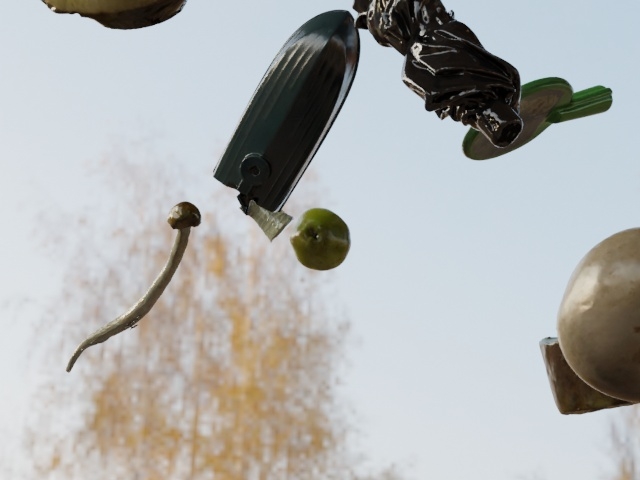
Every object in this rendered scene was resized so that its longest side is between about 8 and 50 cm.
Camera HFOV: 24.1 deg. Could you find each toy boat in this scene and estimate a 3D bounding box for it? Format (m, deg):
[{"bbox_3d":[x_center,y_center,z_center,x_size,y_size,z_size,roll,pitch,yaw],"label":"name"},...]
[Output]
[{"bbox_3d":[-0.034,-0.179,2.000,0.114,0.296,0.122,31,18,0],"label":"toy boat"}]

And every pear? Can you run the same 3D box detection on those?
[{"bbox_3d":[0.000,0.000,2.123,0.092,0.092,0.097,-11,1,31],"label":"pear"}]

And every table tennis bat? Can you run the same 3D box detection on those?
[{"bbox_3d":[0.294,-0.167,1.988,0.257,0.039,0.160,-17,-25,-35],"label":"table tennis bat"}]

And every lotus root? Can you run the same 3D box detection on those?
[{"bbox_3d":[0.387,0.183,2.122,0.138,0.119,0.235,-11,-8,10],"label":"lotus root"}]

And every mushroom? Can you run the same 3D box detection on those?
[{"bbox_3d":[-0.233,0.066,1.934,0.068,0.043,0.306,22,-58,-26],"label":"mushroom"},{"bbox_3d":[0.359,0.077,1.704,0.204,0.204,0.204,2,-21,1],"label":"mushroom"}]

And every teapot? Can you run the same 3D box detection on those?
[{"bbox_3d":[-0.090,-0.044,2.491,0.083,0.067,0.057,40,-53,2],"label":"teapot"}]

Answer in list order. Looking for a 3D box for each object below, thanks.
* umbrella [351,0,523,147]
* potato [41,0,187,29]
[{"bbox_3d":[0.127,-0.199,1.609,0.110,0.272,0.122,-41,-36,12],"label":"umbrella"},{"bbox_3d":[-0.198,-0.362,1.426,0.242,0.285,0.242,10,-43,10],"label":"potato"}]
